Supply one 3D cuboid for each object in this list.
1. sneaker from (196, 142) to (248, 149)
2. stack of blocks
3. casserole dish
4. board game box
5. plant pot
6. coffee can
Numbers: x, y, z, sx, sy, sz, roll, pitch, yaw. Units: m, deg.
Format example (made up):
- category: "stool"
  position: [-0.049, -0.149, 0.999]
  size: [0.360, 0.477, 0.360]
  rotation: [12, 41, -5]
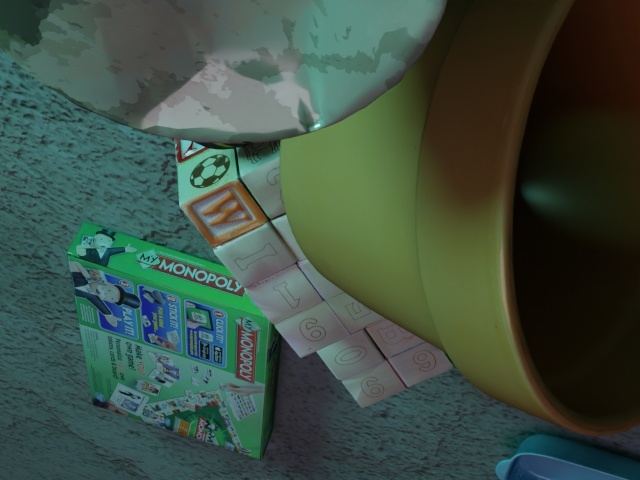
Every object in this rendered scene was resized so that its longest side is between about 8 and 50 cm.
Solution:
- category: "sneaker"
  position: [-0.143, -0.174, 0.744]
  size: [0.300, 0.111, 0.121]
  rotation: [48, 156, -9]
- category: "stack of blocks"
  position: [0.000, 0.000, 0.904]
  size: [0.087, 0.171, 0.297]
  rotation: [-25, 131, 11]
- category: "casserole dish"
  position: [0.276, 0.248, 1.224]
  size: [0.188, 0.037, 0.114]
  rotation: [16, 145, 9]
- category: "board game box"
  position: [-0.150, 0.119, 1.273]
  size: [0.214, 0.046, 0.317]
  rotation: [17, 145, 6]
- category: "plant pot"
  position: [0.115, -0.047, 0.730]
  size: [0.203, 0.291, 0.291]
  rotation: [12, 148, 43]
- category: "coffee can"
  position: [-0.034, -0.209, 0.535]
  size: [0.202, 0.275, 0.201]
  rotation: [4, 139, 4]
